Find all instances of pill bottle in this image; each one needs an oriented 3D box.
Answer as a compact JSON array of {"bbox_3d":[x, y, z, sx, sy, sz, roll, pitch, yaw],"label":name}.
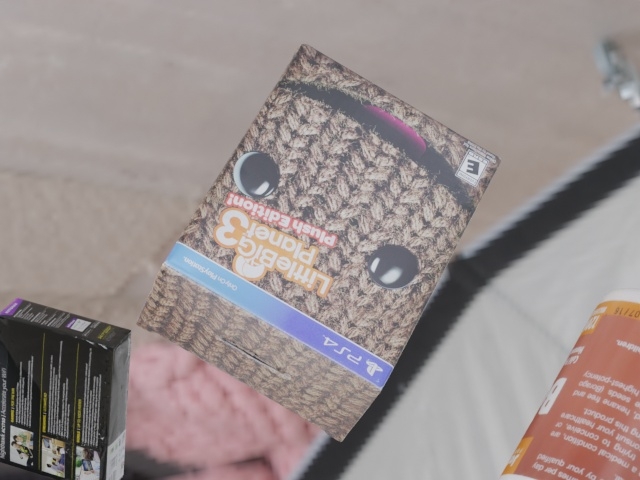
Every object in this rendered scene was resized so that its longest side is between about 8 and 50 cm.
[{"bbox_3d":[0.182,0.147,1.172,0.121,0.216,0.121,29,163,10],"label":"pill bottle"}]

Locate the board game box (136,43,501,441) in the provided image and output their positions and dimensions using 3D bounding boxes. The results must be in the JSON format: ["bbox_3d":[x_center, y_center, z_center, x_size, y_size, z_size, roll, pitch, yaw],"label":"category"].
[{"bbox_3d":[0.000,0.000,1.802,0.232,0.291,0.141,30,150,-1],"label":"board game box"}]

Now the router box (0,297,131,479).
[{"bbox_3d":[-0.264,0.159,1.903,0.133,0.046,0.179,15,118,15],"label":"router box"}]
